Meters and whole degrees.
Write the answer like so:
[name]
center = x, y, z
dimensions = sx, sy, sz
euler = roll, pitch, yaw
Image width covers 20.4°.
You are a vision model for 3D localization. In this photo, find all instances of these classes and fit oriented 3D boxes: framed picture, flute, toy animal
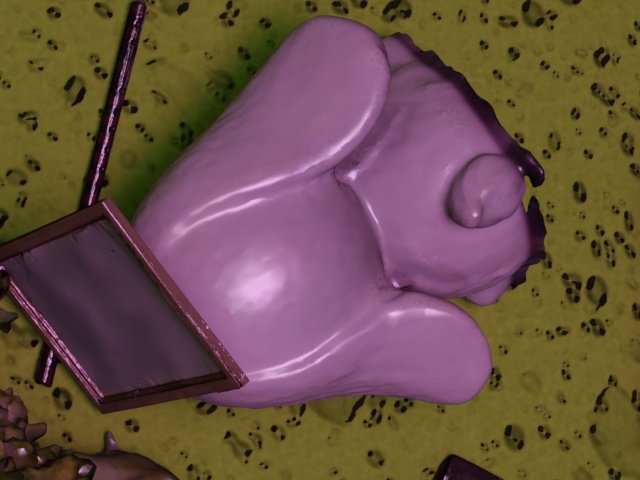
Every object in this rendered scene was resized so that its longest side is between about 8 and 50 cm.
[framed picture]
center = -0.133, 0.046, 1.101
dimensions = 0.010, 0.201, 0.136
euler = -42, 103, -30
[flute]
center = -0.154, -0.033, 1.201
dimensions = 0.014, 0.014, 0.269
euler = 15, 87, -14
[toy animal]
center = 0.018, 0.005, 1.163
dimensions = 0.249, 0.174, 0.289
euler = 43, 80, -10

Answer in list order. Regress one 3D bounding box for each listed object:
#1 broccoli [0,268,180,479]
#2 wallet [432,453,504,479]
[broccoli]
center = -0.219, 0.196, 1.058
dimensions = 0.317, 0.338, 0.277
euler = 31, 113, -34
[wallet]
center = 0.141, 0.221, 1.277
dimensions = 0.156, 0.018, 0.082
euler = 27, 84, -13
